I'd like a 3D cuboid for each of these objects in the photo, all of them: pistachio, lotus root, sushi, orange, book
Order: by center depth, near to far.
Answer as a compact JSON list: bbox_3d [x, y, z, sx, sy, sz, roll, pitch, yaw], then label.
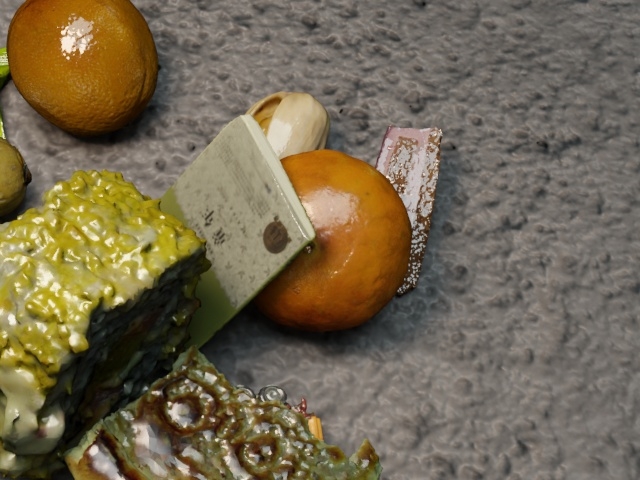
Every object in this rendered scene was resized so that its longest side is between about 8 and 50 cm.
[{"bbox_3d":[-0.350,0.126,1.398,0.240,0.396,0.351,35,41,13],"label":"sushi"},{"bbox_3d":[-0.169,0.008,1.554,0.035,0.352,0.239,7,47,-52],"label":"book"},{"bbox_3d":[0.000,0.000,1.602,0.283,0.226,0.284,0,94,4],"label":"orange"},{"bbox_3d":[-0.598,-0.086,1.631,0.278,0.154,0.154,-9,61,-19],"label":"lotus root"},{"bbox_3d":[-0.394,-0.303,1.741,0.264,0.264,0.264,4,58,-6],"label":"orange"},{"bbox_3d":[-0.072,-0.157,1.767,0.157,0.157,0.229,25,64,7],"label":"pistachio"}]

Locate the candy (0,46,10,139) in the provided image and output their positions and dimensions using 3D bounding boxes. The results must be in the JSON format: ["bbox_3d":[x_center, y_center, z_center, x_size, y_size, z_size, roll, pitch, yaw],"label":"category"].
[{"bbox_3d":[-0.600,-0.230,1.768,0.149,0.069,0.246,0,60,-12],"label":"candy"}]

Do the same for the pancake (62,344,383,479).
[{"bbox_3d":[-0.101,0.306,1.364,0.426,0.067,0.305,28,47,3],"label":"pancake"}]

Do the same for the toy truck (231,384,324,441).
[{"bbox_3d":[-0.136,0.291,1.497,0.270,0.114,0.135,-1,54,-12],"label":"toy truck"}]

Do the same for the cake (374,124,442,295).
[{"bbox_3d":[0.132,-0.048,1.769,0.116,0.113,0.295,13,71,2],"label":"cake"}]
